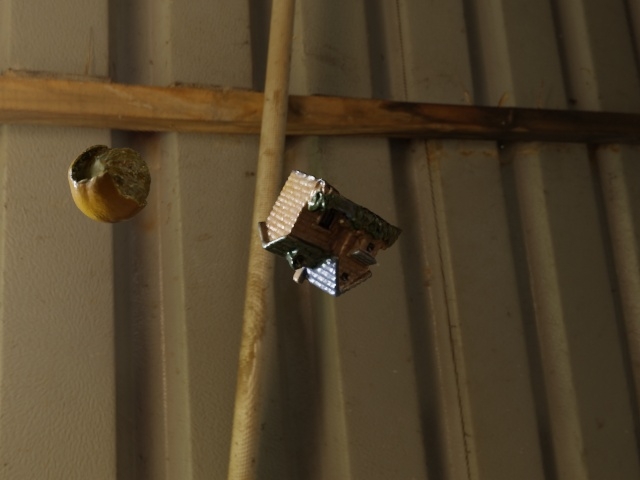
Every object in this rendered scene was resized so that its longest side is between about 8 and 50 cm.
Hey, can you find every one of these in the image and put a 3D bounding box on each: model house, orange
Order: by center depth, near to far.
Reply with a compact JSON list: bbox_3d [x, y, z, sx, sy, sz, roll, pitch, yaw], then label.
[{"bbox_3d":[0.000,0.000,0.950,0.183,0.166,0.172,30,-89,-36],"label":"model house"},{"bbox_3d":[-0.391,-0.108,1.046,0.134,0.157,0.156,34,-119,-60],"label":"orange"}]
